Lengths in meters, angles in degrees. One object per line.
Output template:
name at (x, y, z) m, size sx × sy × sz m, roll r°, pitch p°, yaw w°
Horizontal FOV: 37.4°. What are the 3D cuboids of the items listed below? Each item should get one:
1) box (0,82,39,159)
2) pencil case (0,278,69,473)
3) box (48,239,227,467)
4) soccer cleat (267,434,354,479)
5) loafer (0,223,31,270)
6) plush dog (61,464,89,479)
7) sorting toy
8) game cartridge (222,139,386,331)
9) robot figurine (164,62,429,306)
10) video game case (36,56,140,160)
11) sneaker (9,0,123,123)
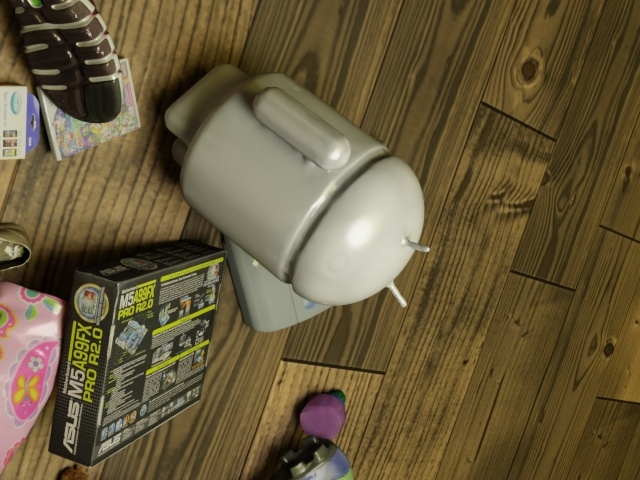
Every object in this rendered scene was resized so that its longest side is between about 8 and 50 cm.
box at (-0.366, -0.126, 1.001) m, size 0.136 × 0.028 × 0.081 m, roll -8°, pitch 111°, yaw -44°
pencil case at (-0.363, 0.176, 1.002) m, size 0.124 × 0.124 × 0.284 m, roll 53°, pitch 48°, yaw -41°
box at (-0.211, 0.123, 1.138) m, size 0.270 × 0.060 × 0.216 m, roll -22°, pitch 124°, yaw -69°
soccer cleat at (-0.073, 0.410, 1.390) m, size 0.289 × 0.093 × 0.121 m, roll -35°, pitch 108°, yaw -9°
loafer at (-0.380, 0.013, 1.024) m, size 0.148 × 0.050 × 0.056 m, roll -17°, pitch 117°, yaw -38°
plush dog at (-0.246, 0.412, 1.247) m, size 0.262 × 0.211 × 0.225 m, roll -35°, pitch 148°, yaw 6°
sorting toy at (0.017, 0.402, 1.537) m, size 0.126 × 0.127 × 0.366 m, roll -40°, pitch 133°, yaw -64°
game cartridge at (0.000, 0.000, 1.376) m, size 0.297 × 0.062 × 0.198 m, roll -33°, pitch 122°, yaw -30°
robot figurine at (-0.023, -0.061, 1.120) m, size 0.200 × 0.353 × 0.300 m, roll -46°, pitch 163°, yaw -17°
video game case at (-0.263, -0.152, 1.086) m, size 0.122 × 0.011 × 0.087 m, roll -31°, pitch 126°, yaw -40°
sneaker at (-0.251, -0.271, 0.989) m, size 0.281 × 0.106 × 0.163 m, roll 75°, pitch 27°, yaw -44°
